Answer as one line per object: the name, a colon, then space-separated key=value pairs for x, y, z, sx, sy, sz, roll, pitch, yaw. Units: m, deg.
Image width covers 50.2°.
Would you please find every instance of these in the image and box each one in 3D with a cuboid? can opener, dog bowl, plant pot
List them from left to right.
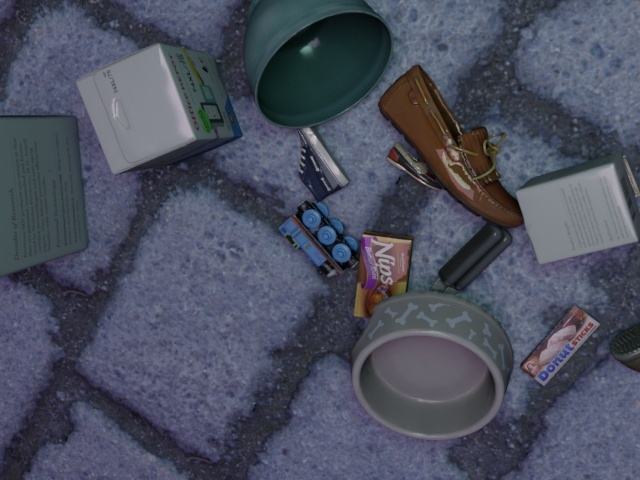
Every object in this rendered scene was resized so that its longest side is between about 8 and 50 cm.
plant pot: x=-0.030 y=-0.392 z=1.339 sx=0.293 sy=0.293 sz=0.196 roll=-37 pitch=63 yaw=17
dog bowl: x=0.221 y=0.272 z=1.409 sx=0.348 sy=0.102 sz=0.349 roll=6 pitch=124 yaw=9
can opener: x=0.291 y=0.084 z=1.422 sx=0.280 sy=0.074 sz=0.093 roll=-52 pitch=43 yaw=20

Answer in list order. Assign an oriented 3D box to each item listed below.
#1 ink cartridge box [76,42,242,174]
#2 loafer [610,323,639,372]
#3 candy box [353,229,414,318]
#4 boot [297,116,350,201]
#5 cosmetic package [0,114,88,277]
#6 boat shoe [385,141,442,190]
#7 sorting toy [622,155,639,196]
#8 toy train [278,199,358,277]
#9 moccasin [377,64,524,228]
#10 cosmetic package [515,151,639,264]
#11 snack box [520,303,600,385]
ink cartridge box: x=-0.322 y=-0.269 z=1.413 sx=0.197 sy=0.270 sz=0.198 roll=-19 pitch=96 yaw=16
loafer: x=0.710 y=0.190 z=1.356 sx=0.251 sy=0.094 sz=0.087 roll=-28 pitch=117 yaw=26
candy box: x=0.137 y=0.078 z=1.482 sx=0.109 sy=0.053 sz=0.187 roll=9 pitch=103 yaw=12
boot: x=-0.024 y=-0.178 z=1.463 sx=0.086 sy=0.069 sz=0.190 roll=-33 pitch=93 yaw=14
cosmetic package: x=-0.768 y=-0.105 z=1.488 sx=0.329 sy=0.393 sz=0.328 roll=2 pitch=101 yaw=14
boat shoe: x=0.203 y=-0.153 z=1.427 sx=0.137 sy=0.049 sz=0.043 roll=35 pitch=104 yaw=10
sorting toy: x=0.577 y=-0.117 z=1.347 sx=0.075 sy=0.045 sz=0.083 roll=-22 pitch=94 yaw=23
toy train: x=0.000 y=0.000 z=1.491 sx=0.105 sy=0.080 sz=0.184 roll=-40 pitch=92 yaw=26
moccasin: x=0.285 y=-0.186 z=1.363 sx=0.147 sy=0.139 sz=0.380 roll=-42 pitch=79 yaw=26
cosmetic package: x=0.493 y=-0.062 z=1.298 sx=0.183 sy=0.151 sz=0.151 roll=-16 pitch=97 yaw=31
snack box: x=0.502 y=0.220 z=1.436 sx=0.064 sy=0.022 sz=0.178 roll=37 pitch=106 yaw=3
